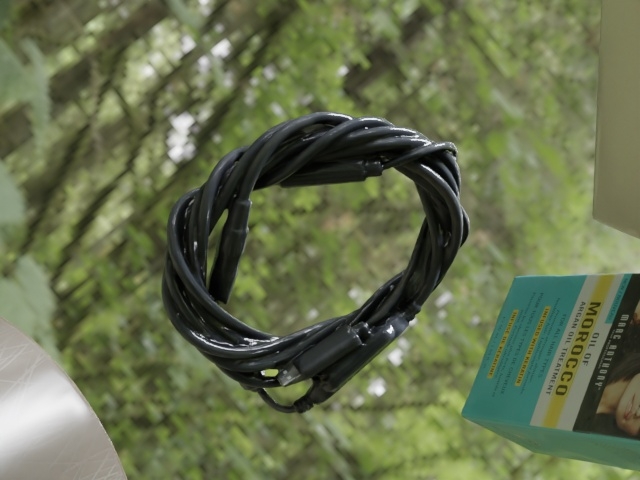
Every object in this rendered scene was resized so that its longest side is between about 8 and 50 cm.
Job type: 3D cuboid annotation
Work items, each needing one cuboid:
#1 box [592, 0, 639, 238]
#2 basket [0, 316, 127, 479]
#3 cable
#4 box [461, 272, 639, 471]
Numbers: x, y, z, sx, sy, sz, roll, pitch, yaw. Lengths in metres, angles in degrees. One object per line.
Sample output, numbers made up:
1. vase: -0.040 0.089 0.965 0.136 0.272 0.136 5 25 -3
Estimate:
1. box: 0.205 -0.133 0.861 0.094 0.113 0.275 26 -53 42
2. basket: -0.179 0.123 0.550 0.154 0.227 0.204 41 -43 15
3. cable: 0.000 0.000 0.990 0.150 0.184 0.047 48 0 -20
4. box: 0.172 0.074 0.996 0.060 0.100 0.244 26 -11 -18
